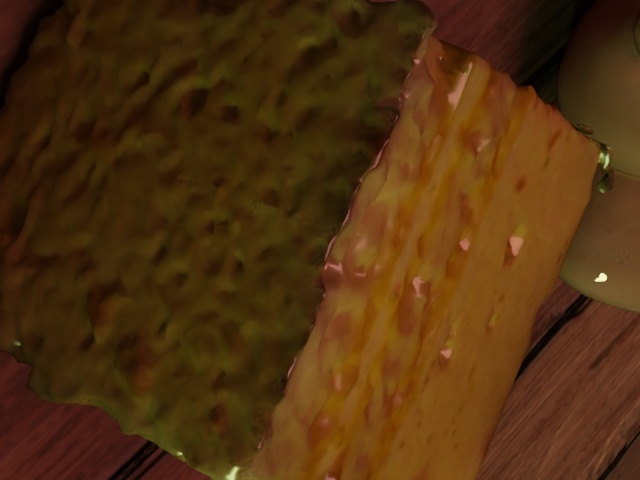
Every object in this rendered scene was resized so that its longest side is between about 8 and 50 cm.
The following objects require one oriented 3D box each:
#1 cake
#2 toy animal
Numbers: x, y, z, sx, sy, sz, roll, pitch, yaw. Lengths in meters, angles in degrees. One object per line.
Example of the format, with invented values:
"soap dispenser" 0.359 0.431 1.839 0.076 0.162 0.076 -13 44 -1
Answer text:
"cake" 0.000 0.000 0.731 0.286 0.222 0.227 23 91 -55
"toy animal" 0.252 -0.071 1.063 0.221 0.229 0.210 -38 -170 28
